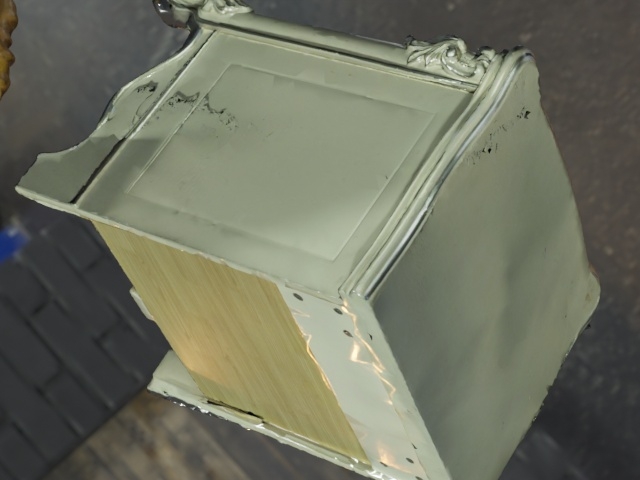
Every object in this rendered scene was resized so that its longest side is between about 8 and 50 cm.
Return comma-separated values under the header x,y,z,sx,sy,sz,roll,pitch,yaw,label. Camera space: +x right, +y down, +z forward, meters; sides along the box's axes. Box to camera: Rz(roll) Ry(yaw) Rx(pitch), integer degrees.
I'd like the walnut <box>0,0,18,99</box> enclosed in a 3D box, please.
x,y,z,sx,sy,sz,roll,pitch,yaw,label
-0.439,-0.203,1.622,0.244,0.269,0.221,41,144,-23,walnut

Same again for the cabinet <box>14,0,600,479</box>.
x,y,z,sx,sy,sz,roll,pitch,yaw,label
0.000,0.000,1.176,0.318,0.227,0.290,17,150,33,cabinet
